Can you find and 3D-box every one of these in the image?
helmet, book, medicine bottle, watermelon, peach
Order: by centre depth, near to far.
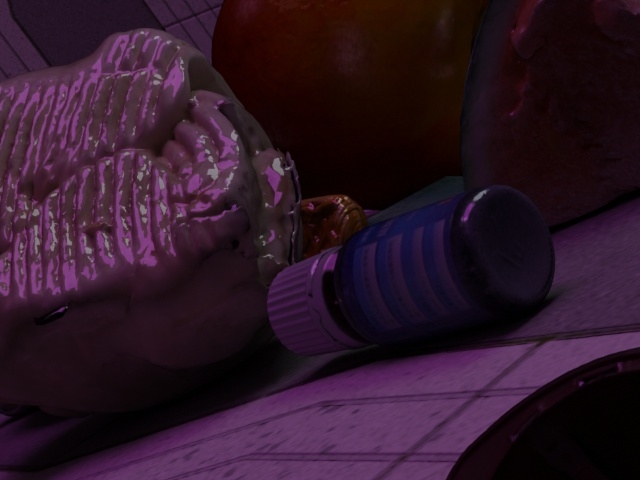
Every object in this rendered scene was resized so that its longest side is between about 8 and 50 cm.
[{"bbox_3d":[0.089,0.081,0.374,0.111,0.057,0.089,-26,46,42],"label":"helmet"},{"bbox_3d":[0.051,0.027,0.891,0.203,0.083,0.083,-22,7,46],"label":"medicine bottle"},{"bbox_3d":[0.256,-0.168,1.104,0.319,0.222,0.292,-23,11,27],"label":"watermelon"},{"bbox_3d":[0.113,-0.033,1.353,0.135,0.017,0.103,-28,19,-33],"label":"book"},{"bbox_3d":[0.046,-0.209,1.584,0.388,0.388,0.388,-25,6,3],"label":"peach"}]

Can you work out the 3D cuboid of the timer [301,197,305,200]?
[{"bbox_3d":[-0.137,-0.066,1.801,0.262,0.237,0.087,-24,34,21],"label":"timer"}]

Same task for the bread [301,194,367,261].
[{"bbox_3d":[0.000,0.000,1.348,0.110,0.083,0.044,-12,-10,43],"label":"bread"}]

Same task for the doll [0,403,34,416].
[{"bbox_3d":[-0.320,0.153,1.466,0.127,0.073,0.084,-24,-28,-26],"label":"doll"}]

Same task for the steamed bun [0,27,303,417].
[{"bbox_3d":[-0.163,0.018,1.143,0.394,0.237,0.347,23,70,39],"label":"steamed bun"}]
